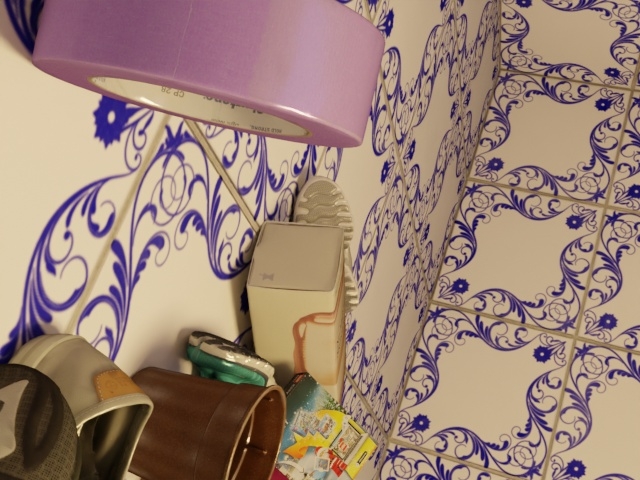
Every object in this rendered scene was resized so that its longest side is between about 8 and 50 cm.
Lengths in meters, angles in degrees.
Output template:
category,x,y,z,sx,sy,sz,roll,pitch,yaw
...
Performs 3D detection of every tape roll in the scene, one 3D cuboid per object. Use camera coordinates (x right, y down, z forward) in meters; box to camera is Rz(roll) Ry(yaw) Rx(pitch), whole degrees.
category,x,y,z,sx,sy,sz,roll,pitch,yaw
tape roll,-0.089,-0.151,0.678,0.275,0.275,0.090,11,93,-73

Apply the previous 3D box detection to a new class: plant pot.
category,x,y,z,sx,sy,sz,roll,pitch,yaw
plant pot,-0.148,0.229,0.958,0.167,0.165,0.166,13,90,-73

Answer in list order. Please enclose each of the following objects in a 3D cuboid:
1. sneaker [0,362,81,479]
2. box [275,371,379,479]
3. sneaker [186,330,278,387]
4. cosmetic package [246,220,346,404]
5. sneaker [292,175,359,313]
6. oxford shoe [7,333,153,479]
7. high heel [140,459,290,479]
category,x,y,z,sx,sy,sz,roll,pitch,yaw
sneaker,-0.275,0.100,0.443,0.483,0.185,0.202,26,81,-73
box,-0.042,0.328,1.171,0.233,0.159,0.044,-48,-170,-27
sneaker,-0.124,0.209,1.136,0.110,0.107,0.275,-60,157,-21
cosmetic package,-0.029,0.130,1.271,0.153,0.129,0.296,-78,169,-47
sneaker,0.000,0.000,1.419,0.115,0.105,0.281,-109,-170,-51
oxford shoe,-0.265,0.308,0.720,0.169,0.130,0.449,46,60,-71
high heel,-0.176,0.431,0.989,0.127,0.181,0.377,63,44,-64
